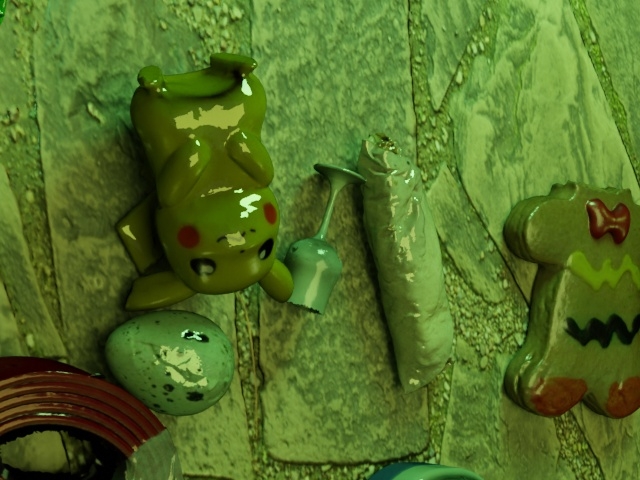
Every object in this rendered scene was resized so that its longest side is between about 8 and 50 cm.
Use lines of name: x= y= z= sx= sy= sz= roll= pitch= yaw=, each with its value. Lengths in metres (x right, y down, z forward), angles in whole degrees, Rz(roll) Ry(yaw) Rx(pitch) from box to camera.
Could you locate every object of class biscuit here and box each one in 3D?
biscuit: x=0.444 y=0.100 z=1.759 sx=0.368 sy=0.076 sz=0.394 roll=7 pitch=90 yaw=-36

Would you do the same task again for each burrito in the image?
burrito: x=0.127 y=0.030 z=1.529 sx=0.117 sy=0.076 sz=0.392 roll=-25 pitch=110 yaw=-38

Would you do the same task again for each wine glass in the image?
wine glass: x=0.000 y=0.000 z=1.430 sx=0.079 sy=0.079 sz=0.195 roll=23 pitch=80 yaw=-35

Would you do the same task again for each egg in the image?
egg: x=-0.182 y=0.147 z=1.280 sx=0.164 sy=0.131 sz=0.131 roll=13 pitch=86 yaw=-40

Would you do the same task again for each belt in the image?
belt: x=-0.305 y=0.253 z=1.212 sx=0.324 sy=0.115 sz=0.227 roll=19 pitch=84 yaw=-36

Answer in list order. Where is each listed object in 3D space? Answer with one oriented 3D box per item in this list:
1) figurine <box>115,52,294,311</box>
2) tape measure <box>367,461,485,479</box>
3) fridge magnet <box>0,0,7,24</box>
figurine: x=-0.145 y=-0.054 z=1.274 sx=0.218 sy=0.169 sz=0.326 roll=-12 pitch=99 yaw=-18
tape measure: x=0.158 y=0.456 z=1.547 sx=0.259 sy=0.138 sz=0.262 roll=8 pitch=89 yaw=-37
fridge magnet: x=-0.427 y=-0.272 z=1.097 sx=0.208 sy=0.088 sz=0.208 roll=0 pitch=91 yaw=-30
